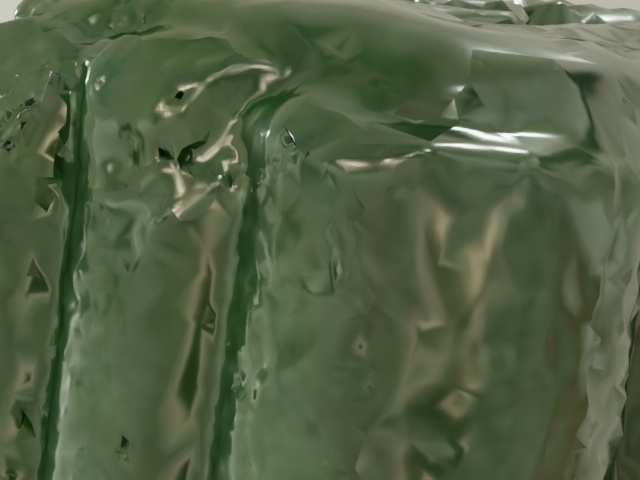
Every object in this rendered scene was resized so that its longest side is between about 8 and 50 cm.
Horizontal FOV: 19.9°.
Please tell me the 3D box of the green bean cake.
[{"bbox_3d":[0.000,0.000,0.554,0.308,0.300,0.169,-7,-75,-54],"label":"green bean cake"}]
